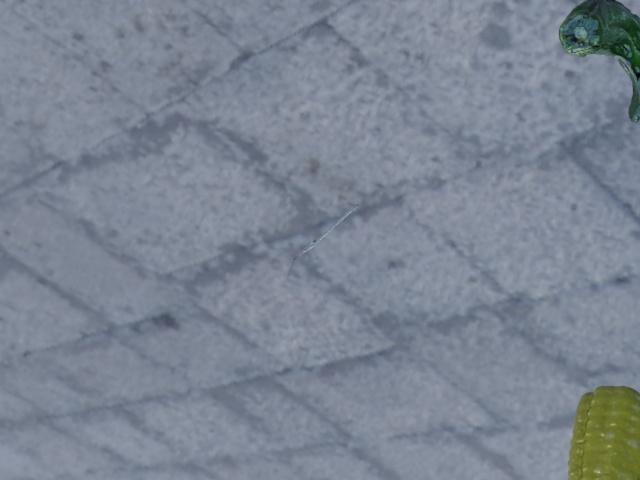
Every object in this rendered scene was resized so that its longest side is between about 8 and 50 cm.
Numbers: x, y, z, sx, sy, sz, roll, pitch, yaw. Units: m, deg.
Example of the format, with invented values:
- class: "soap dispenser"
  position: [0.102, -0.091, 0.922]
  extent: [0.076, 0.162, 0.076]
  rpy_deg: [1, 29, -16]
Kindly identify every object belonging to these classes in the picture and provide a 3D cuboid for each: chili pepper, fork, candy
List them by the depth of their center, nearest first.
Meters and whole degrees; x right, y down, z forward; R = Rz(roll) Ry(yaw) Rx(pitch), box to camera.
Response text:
- class: "chili pepper"
  position: [0.180, -0.120, 0.698]
  extent: [0.035, 0.055, 0.118]
  rpy_deg: [12, 169, 37]
- class: "fork"
  position: [-0.001, -0.001, 1.212]
  extent: [0.012, 0.016, 0.115]
  rpy_deg: [40, 109, -14]
- class: "candy"
  position: [0.334, 0.267, 1.300]
  extent: [0.106, 0.198, 0.094]
  rpy_deg: [-2, 131, 28]
